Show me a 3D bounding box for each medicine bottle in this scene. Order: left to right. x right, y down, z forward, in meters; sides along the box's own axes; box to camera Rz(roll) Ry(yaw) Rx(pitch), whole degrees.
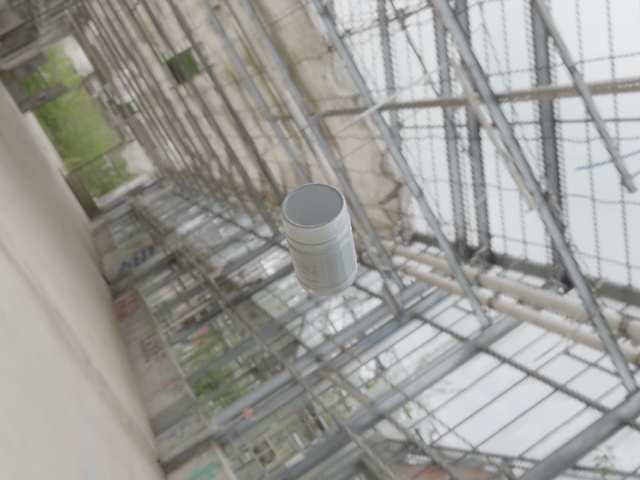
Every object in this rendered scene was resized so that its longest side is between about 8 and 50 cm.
[{"bbox_3d":[0.000,0.000,0.786,0.058,0.058,0.091,49,-20,39],"label":"medicine bottle"}]
